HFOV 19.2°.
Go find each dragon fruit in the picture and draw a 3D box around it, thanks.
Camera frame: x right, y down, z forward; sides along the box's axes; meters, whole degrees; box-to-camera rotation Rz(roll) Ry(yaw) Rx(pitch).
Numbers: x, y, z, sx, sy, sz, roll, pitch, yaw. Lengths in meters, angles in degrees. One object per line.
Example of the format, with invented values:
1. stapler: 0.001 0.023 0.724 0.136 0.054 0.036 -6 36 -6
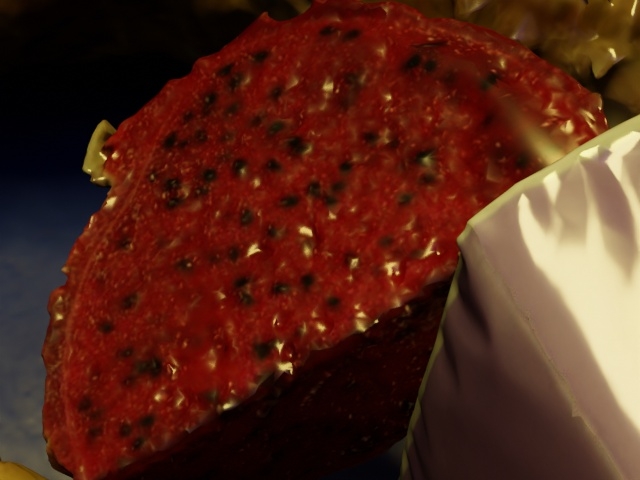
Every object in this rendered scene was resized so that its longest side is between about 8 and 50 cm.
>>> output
1. dragon fruit: 0.000 0.000 0.502 0.162 0.083 0.106 -35 58 8

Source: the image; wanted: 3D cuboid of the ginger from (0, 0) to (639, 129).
1. ginger: -0.011 -0.098 0.603 0.418 0.176 0.254 34 71 20

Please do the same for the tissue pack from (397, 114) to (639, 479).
1. tissue pack: 0.155 0.143 0.418 0.160 0.242 0.338 -25 62 -13

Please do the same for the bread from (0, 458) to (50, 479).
1. bread: -0.089 0.157 0.462 0.250 0.133 0.179 28 57 9
